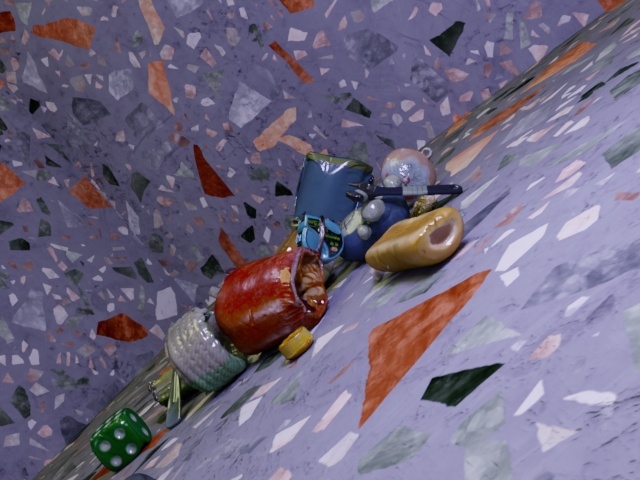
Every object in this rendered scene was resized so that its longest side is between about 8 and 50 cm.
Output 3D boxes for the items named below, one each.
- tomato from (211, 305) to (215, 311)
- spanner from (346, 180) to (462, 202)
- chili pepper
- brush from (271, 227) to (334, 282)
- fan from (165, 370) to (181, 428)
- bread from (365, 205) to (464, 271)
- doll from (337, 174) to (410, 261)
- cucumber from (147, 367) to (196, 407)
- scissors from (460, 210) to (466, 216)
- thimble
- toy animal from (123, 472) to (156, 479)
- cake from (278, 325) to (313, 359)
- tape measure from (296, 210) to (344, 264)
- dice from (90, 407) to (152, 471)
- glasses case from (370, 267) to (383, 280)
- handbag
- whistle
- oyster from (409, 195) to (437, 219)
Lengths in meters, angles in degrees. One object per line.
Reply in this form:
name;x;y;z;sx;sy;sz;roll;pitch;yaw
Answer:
tomato;-0.286;0.266;2.222;0.167;0.167;0.167;-39;6;5
spanner;0.222;-0.136;1.816;0.316;0.024;0.087;-3;35;-6
chili pepper;-0.103;0.150;1.783;0.305;0.229;0.251;-22;25;38
brush;-0.055;0.061;2.104;0.174;0.166;0.266;-49;9;26
fan;-0.414;0.408;1.935;0.057;0.023;0.282;-37;36;20
bread;0.200;0.008;1.459;0.142;0.091;0.305;-49;8;-15
doll;0.138;-0.047;1.926;0.258;0.154;0.228;-32;17;43
cucumber;-0.345;0.374;2.038;0.325;0.105;0.145;-39;-21;9
scissors;0.311;-0.043;1.572;0.036;0.006;0.083;-31;10;43
thimble;-0.309;0.293;1.826;0.150;0.219;0.219;-40;6;7
toy animal;-0.377;0.520;1.231;0.137;0.082;0.269;-38;5;20
cake;-0.054;0.235;1.553;0.084;0.044;0.084;-39;5;4
tape measure;0.000;0.000;1.866;0.081;0.125;0.146;149;132;-61
dice;-0.554;0.549;1.892;0.128;0.120;0.131;-39;8;-2
glasses case;0.137;0.072;1.646;0.021;0.032;0.083;-40;7;21
handbag;0.039;-0.143;2.132;0.263;0.222;0.240;-17;-60;-78
whistle;0.238;-0.160;2.175;0.348;0.189;0.189;-50;0;29
oyster;0.286;-0.086;1.927;0.146;0.045;0.122;-41;20;-10
